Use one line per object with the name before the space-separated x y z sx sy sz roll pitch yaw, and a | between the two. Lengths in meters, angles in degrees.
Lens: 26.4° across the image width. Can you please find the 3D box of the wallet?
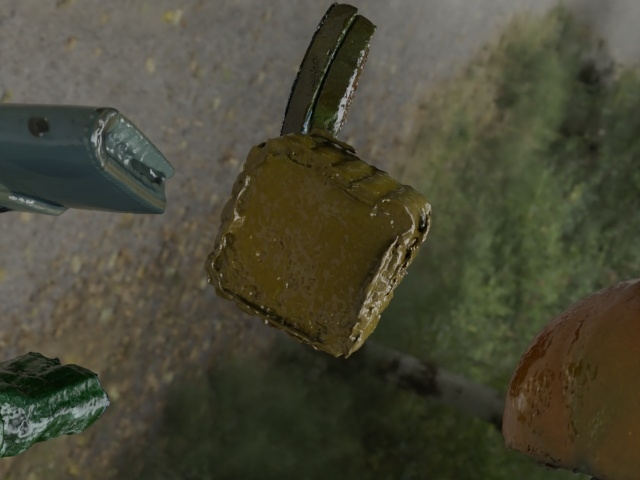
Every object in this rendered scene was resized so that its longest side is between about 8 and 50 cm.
wallet | -0.342 -0.083 1.382 0.252 0.361 0.083 47 49 -70

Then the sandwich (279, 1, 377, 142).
sandwich | 0.014 -0.210 1.978 0.159 0.079 0.235 70 43 -68

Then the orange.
orange | 0.318 0.149 1.193 0.274 0.310 0.274 -19 135 -20

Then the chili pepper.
chili pepper | -0.358 0.193 1.515 0.099 0.136 0.270 -57 169 20

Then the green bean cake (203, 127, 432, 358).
green bean cake | 0.000 0.000 1.638 0.224 0.230 0.131 -65 171 19
